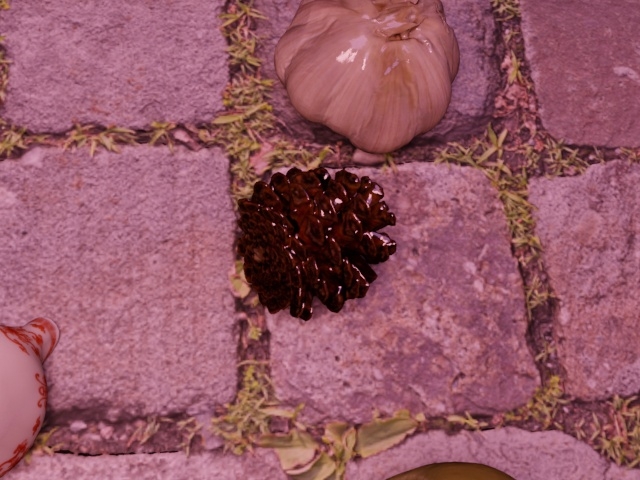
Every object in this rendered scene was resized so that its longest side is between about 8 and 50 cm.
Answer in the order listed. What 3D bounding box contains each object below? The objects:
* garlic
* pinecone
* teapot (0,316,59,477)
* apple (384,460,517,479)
[{"bbox_3d":[0.061,-0.220,0.844,0.228,0.152,0.227,1,74,-5],"label":"garlic"},{"bbox_3d":[0.006,-0.005,0.761,0.165,0.163,0.162,-23,74,-30],"label":"pinecone"},{"bbox_3d":[-0.352,0.164,0.672,0.245,0.116,0.159,-43,92,-14],"label":"teapot"},{"bbox_3d":[0.107,0.328,0.612,0.279,0.279,0.278,3,70,-8],"label":"apple"}]
